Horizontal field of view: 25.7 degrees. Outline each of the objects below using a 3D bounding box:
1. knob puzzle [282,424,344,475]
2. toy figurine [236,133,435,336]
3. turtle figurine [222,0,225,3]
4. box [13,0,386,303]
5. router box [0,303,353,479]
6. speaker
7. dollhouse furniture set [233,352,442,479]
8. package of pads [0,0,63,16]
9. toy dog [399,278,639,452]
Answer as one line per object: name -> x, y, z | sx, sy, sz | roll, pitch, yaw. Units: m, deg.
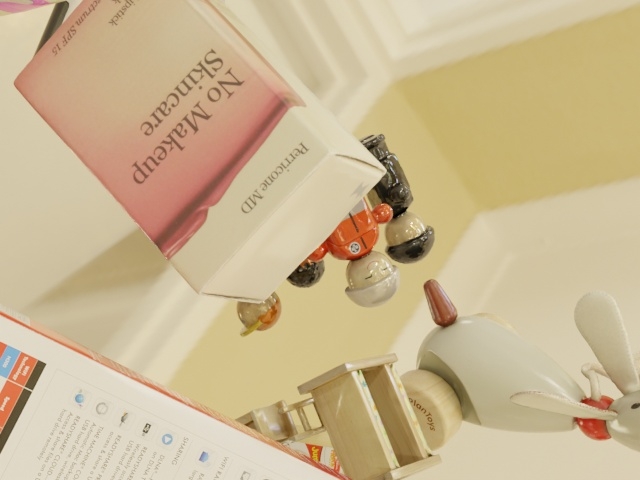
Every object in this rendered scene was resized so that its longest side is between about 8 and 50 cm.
knob puzzle -> -0.001, 0.373, 2.123 | 0.213, 0.213, 0.030 | -37, 165, -12
toy figurine -> 0.000, 0.000, 1.499 | 0.209, 0.148, 0.213 | -20, -167, 24
turtle figurine -> -0.030, -0.381, 1.342 | 0.198, 0.266, 0.274 | 13, -120, 49
box -> -0.091, -0.085, 1.065 | 0.148, 0.232, 0.127 | -47, 162, 11
router box -> -0.173, 0.252, 0.937 | 0.335, 0.301, 0.082 | -63, -168, -5
speaker -> -0.337, -0.263, 1.838 | 0.136, 0.055, 0.055 | -62, -164, 18
dollhouse furniture set -> 0.023, 0.220, 1.290 | 0.161, 0.182, 0.101 | -29, 166, 30
package of pads -> -0.343, -0.225, 0.953 | 0.229, 0.296, 0.101 | -3, -102, 41
toy dog -> 0.214, 0.116, 1.382 | 0.334, 0.161, 0.220 | -6, -153, 21
